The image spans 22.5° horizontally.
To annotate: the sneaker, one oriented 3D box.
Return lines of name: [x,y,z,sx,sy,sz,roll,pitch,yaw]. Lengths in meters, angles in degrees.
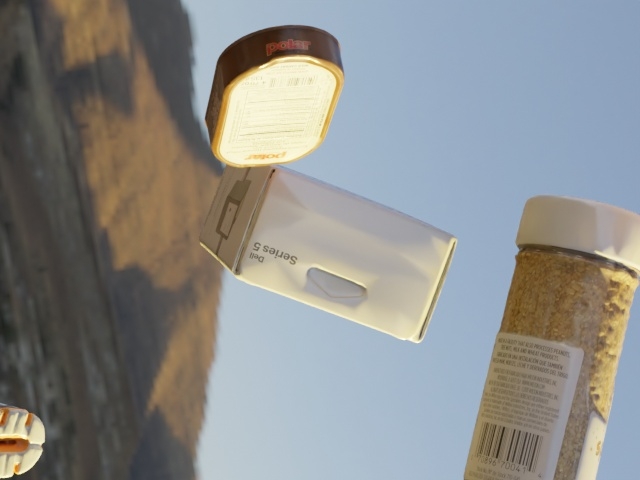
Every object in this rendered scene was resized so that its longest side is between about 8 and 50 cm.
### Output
sneaker: [-0.356,0.173,1.422,0.083,0.215,0.084,21,-81,53]

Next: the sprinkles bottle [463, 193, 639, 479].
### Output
sprinkles bottle: [0.204,0.141,1.451,0.121,0.121,0.355,158,-54,-79]

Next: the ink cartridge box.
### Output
ink cartridge box: [0.000,0.000,1.622,0.273,0.198,0.115,-150,-100,-77]

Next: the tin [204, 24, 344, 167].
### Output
tin: [-0.040,-0.117,1.363,0.189,0.106,0.040,110,-25,-63]
